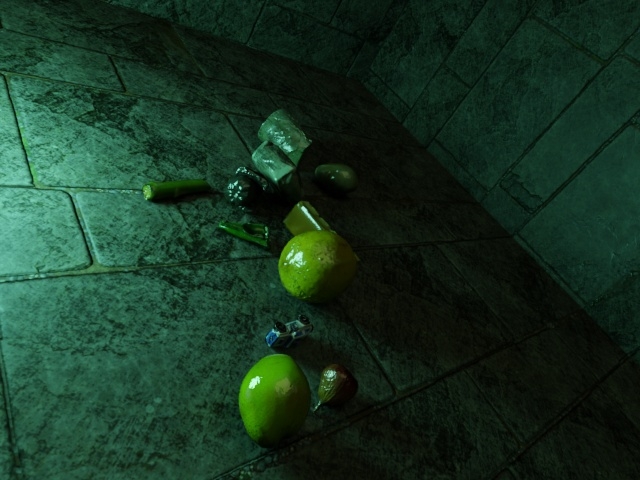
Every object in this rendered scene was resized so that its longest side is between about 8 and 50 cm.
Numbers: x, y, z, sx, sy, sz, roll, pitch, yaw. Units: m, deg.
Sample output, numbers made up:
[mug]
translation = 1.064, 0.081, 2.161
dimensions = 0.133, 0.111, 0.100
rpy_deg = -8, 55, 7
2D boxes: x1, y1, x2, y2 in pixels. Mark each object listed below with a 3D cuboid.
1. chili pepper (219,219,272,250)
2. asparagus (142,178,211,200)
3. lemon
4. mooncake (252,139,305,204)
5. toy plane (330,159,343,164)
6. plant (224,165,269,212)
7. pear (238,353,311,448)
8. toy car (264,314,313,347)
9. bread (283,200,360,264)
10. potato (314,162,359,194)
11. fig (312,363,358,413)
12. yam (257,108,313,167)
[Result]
[chili pepper]
translation = -0.273, -0.032, 1.664
dimensions = 0.216, 0.062, 0.108
rpy_deg = 22, 29, -18
[asparagus]
translation = -0.528, -0.196, 1.645
dimensions = 0.067, 0.060, 0.277
rpy_deg = 36, 31, 21
[lemon]
translation = -0.003, 0.090, 1.566
dimensions = 0.310, 0.258, 0.258
rpy_deg = -11, 54, -40
[mooncake]
translation = -0.177, -0.303, 1.938
dimensions = 0.254, 0.136, 0.250
rpy_deg = 48, -4, 21
[toy plane]
translation = 0.130, -0.378, 2.452
dimensions = 0.189, 0.061, 0.130
rpy_deg = 25, 33, -14
[plant]
translation = -0.291, -0.208, 1.784
dimensions = 0.142, 0.164, 0.256
rpy_deg = 36, 22, 1
[pear]
translation = -0.116, 0.413, 1.130
dimensions = 0.187, 0.187, 0.220
rpy_deg = 19, 38, -23
[toy car]
translation = -0.091, 0.291, 1.395
dimensions = 0.170, 0.080, 0.070
rpy_deg = -7, 53, -47
[bread]
translation = 0.000, 0.000, 1.788
dimensions = 0.077, 0.138, 0.361
rpy_deg = -13, 56, -51
[potato]
translation = 0.084, -0.320, 2.259
dimensions = 0.235, 0.160, 0.178
rpy_deg = 16, -3, -4
[fig]
translation = 0.041, 0.432, 1.301
dimensions = 0.119, 0.119, 0.153
rpy_deg = 44, 33, 14
[yam]
translation = -0.175, -0.501, 2.235
dimensions = 0.271, 0.202, 0.201
rpy_deg = 43, 56, 10
